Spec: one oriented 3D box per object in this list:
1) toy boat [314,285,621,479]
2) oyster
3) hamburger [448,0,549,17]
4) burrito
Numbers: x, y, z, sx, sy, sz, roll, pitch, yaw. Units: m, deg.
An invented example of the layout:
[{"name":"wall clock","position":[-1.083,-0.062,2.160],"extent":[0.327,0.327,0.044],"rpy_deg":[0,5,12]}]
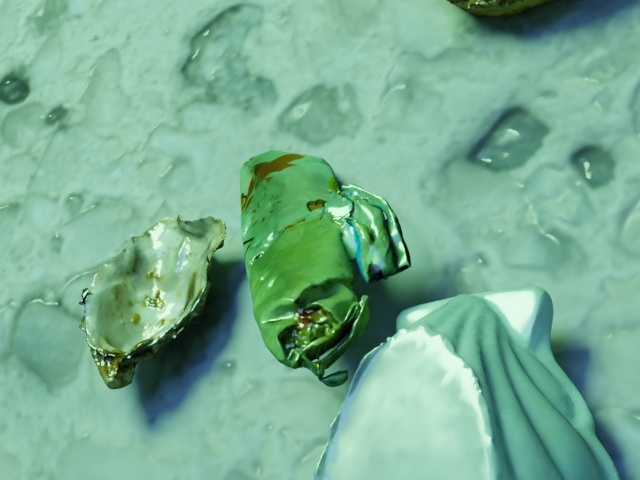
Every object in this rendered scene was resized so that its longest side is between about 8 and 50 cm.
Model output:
[{"name":"toy boat","position":[0.067,0.152,0.839],"extent":[0.199,0.100,0.290],"rpy_deg":[-11,56,27]},{"name":"oyster","position":[-0.119,0.044,1.069],"extent":[0.103,0.051,0.148],"rpy_deg":[9,50,41]},{"name":"hamburger","position":[0.126,-0.248,1.058],"extent":[0.191,0.118,0.182],"rpy_deg":[-46,52,8]},{"name":"burrito","position":[0.000,0.000,0.970],"extent":[0.104,0.054,0.288],"rpy_deg":[-26,24,7]}]
